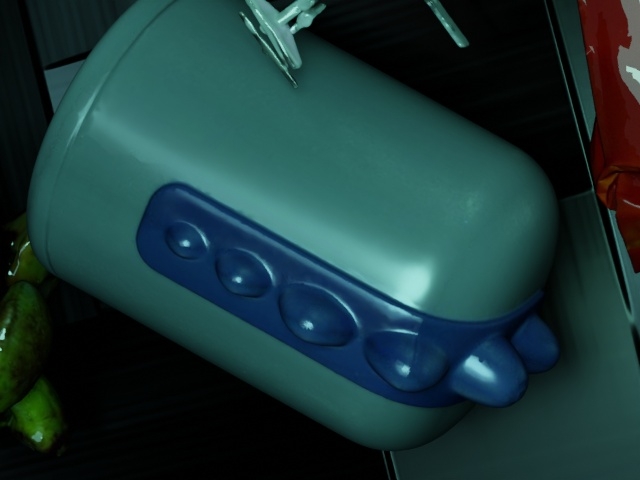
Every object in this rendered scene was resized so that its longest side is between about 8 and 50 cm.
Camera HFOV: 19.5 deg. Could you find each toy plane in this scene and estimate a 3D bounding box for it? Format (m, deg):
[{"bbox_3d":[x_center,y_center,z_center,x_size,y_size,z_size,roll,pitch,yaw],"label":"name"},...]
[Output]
[{"bbox_3d":[0.044,-0.215,1.241,0.107,0.273,0.182,-33,80,39],"label":"toy plane"}]

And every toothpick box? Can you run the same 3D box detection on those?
[{"bbox_3d":[0.000,0.000,1.257,0.355,0.263,0.263,29,100,13],"label":"toothpick box"}]

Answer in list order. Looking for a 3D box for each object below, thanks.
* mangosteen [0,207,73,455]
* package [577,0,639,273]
[{"bbox_3d":[-0.347,0.047,1.362,0.311,0.311,0.311,1,92,18],"label":"mangosteen"},{"bbox_3d":[0.259,-0.196,1.240,0.196,0.123,0.423,-7,91,15],"label":"package"}]
